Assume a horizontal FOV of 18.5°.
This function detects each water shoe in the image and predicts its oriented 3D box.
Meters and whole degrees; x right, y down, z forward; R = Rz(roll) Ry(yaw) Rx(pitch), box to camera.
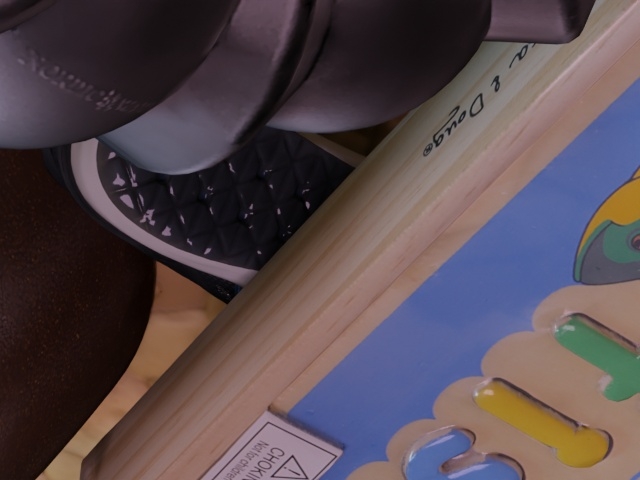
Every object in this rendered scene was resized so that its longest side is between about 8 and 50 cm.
[{"bbox_3d":[0.000,0.000,0.664,0.203,0.080,0.073,34,82,-27],"label":"water shoe"}]

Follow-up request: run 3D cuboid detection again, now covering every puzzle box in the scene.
[{"bbox_3d":[0.148,0.024,0.590,0.272,0.052,0.409,29,123,-24],"label":"puzzle box"}]

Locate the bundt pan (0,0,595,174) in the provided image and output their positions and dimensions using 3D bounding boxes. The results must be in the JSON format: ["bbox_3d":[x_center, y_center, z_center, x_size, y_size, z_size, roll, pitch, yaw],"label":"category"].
[{"bbox_3d":[-0.001,-0.136,0.382,0.331,0.124,0.331,-22,148,-14],"label":"bundt pan"}]

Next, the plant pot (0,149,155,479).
[{"bbox_3d":[-0.189,0.053,0.640,0.215,0.230,0.215,7,123,10],"label":"plant pot"}]
